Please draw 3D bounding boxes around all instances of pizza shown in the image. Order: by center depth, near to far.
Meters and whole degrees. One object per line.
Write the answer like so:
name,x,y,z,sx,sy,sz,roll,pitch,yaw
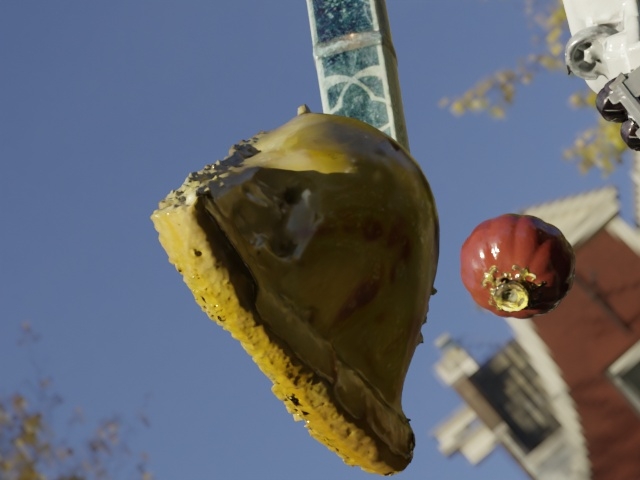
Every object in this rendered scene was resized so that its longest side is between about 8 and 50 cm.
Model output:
pizza,0.004,-0.004,0.981,0.080,0.188,0.204,-14,-39,31

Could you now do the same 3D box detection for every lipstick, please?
lipstick,0.037,-0.151,1.809,0.077,0.290,0.076,-12,-21,9

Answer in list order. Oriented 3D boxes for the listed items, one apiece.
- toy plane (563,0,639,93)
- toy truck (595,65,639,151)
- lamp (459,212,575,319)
toy plane,0.233,-0.212,1.469,0.118,0.252,0.252,-8,-28,10
toy truck,0.301,-0.074,1.393,0.125,0.101,0.242,-39,-42,9
lamp,0.169,0.022,1.635,0.090,0.101,0.101,-73,5,-51
